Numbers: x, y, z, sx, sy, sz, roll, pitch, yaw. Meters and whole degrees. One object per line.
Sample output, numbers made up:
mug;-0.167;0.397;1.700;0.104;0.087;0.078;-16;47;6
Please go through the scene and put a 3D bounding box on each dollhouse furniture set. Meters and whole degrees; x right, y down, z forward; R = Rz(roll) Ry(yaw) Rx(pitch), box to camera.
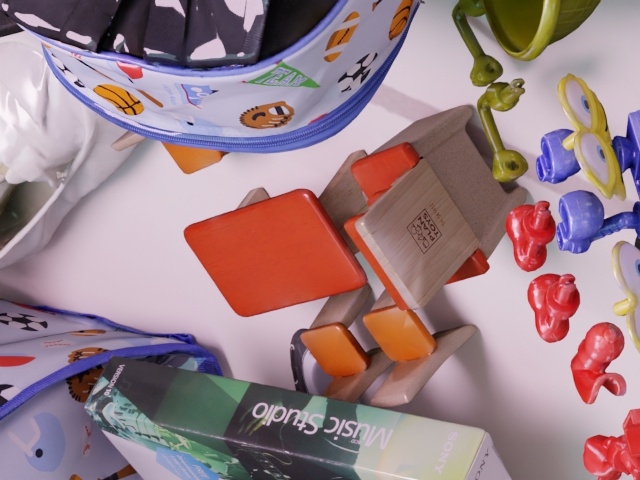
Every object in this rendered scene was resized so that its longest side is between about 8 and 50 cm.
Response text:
dollhouse furniture set;0.000;0.000;1.208;0.259;0.135;0.262;-18;111;50

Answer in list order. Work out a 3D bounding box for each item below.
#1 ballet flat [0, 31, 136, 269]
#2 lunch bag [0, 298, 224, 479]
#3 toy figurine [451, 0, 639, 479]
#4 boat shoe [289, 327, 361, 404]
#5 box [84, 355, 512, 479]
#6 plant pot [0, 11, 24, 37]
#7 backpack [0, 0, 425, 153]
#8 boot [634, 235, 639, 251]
ballet flat;-0.234;-0.071;1.366;0.139;0.139;0.400;43;143;2
lunch bag;-0.308;0.184;1.462;0.328;0.385;0.239;9;125;38
toy figurine;0.219;-0.051;0.971;0.191;0.217;0.362;91;168;-60
boat shoe;0.004;0.128;1.404;0.040;0.049;0.142;36;145;43
box;0.007;0.192;1.328;0.322;0.058;0.232;7;147;31
plant pot;-0.184;-0.239;1.132;0.167;0.187;0.188;6;129;25
backpack;-0.050;-0.181;0.965;0.276;0.263;0.213;13;155;22
boot;0.297;0.040;1.038;0.198;0.077;0.137;7;138;49
